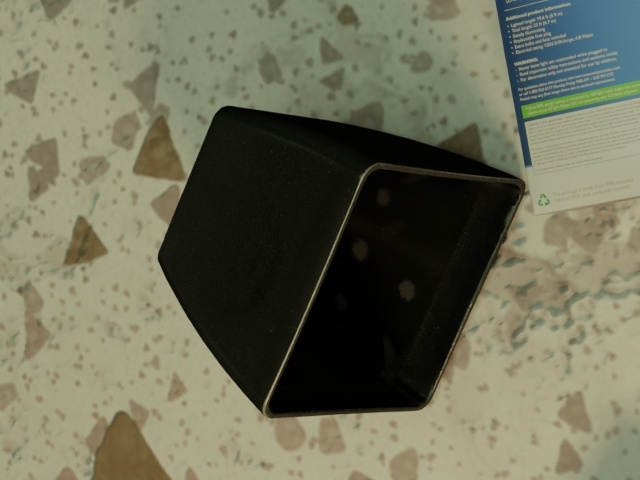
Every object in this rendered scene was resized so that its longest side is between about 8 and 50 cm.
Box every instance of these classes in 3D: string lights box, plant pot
[{"bbox_3d":[0.191,-0.156,1.285,0.133,0.076,0.260,-10,88,28],"label":"string lights box"},{"bbox_3d":[0.000,0.000,1.349,0.167,0.188,0.187,35,109,36],"label":"plant pot"}]
